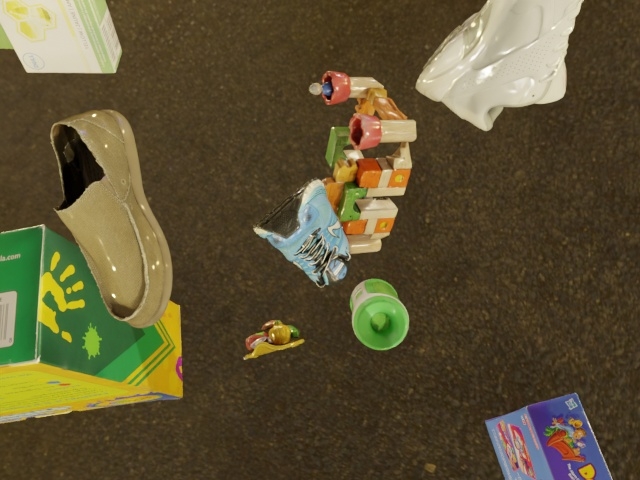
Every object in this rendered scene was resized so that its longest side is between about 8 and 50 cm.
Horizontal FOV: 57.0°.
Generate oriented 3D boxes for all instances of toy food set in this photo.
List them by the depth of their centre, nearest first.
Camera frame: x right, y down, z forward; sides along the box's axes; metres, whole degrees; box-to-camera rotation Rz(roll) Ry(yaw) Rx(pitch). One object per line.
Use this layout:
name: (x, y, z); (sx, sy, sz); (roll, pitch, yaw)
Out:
toy food set: (-0.117, 0.221, 1.350); (0.128, 0.218, 0.071); (-13, 82, -20)

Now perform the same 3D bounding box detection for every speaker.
speaker: (0.133, 0.167, 1.384); (0.131, 0.296, 0.131); (0, 94, 2)

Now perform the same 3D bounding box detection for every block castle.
block castle: (0.063, -0.188, 1.583); (0.212, 0.454, 0.303); (-5, 44, -21)

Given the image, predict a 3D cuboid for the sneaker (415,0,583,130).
sneaker: (0.190, -0.182, 0.520); (0.115, 0.232, 0.090); (39, 60, -5)

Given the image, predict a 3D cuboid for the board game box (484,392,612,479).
board game box: (0.364, 0.416, 0.858); (0.078, 0.233, 0.347); (-14, 69, -5)

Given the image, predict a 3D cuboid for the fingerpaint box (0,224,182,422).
fingerpaint box: (-0.467, 0.147, 0.800); (0.444, 0.371, 0.163); (-10, 68, 8)

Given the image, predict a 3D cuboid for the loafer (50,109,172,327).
loafer: (-0.139, -0.014, 0.376); (0.056, 0.050, 0.148); (-24, 81, 30)

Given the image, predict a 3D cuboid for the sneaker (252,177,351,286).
sneaker: (0.000, 0.000, 0.485); (0.063, 0.162, 0.073); (-38, 78, 7)

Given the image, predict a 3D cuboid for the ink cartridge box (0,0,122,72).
ink cartridge box: (-0.382, -0.286, 0.713); (0.234, 0.171, 0.056); (0, 55, 1)
